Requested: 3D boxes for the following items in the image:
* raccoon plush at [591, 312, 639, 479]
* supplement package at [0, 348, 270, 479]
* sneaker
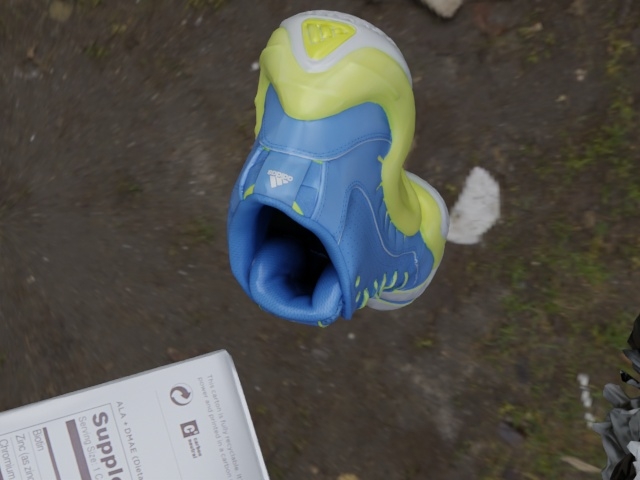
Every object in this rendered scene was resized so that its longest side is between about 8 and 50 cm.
[{"bbox_3d":[0.254,0.057,0.362,0.446,0.299,0.216,-21,85,4],"label":"raccoon plush"},{"bbox_3d":[-0.097,0.182,0.644,0.145,0.262,0.204,-16,81,-14],"label":"supplement package"},{"bbox_3d":[0.000,0.000,0.682,0.091,0.240,0.126,13,63,21],"label":"sneaker"}]
